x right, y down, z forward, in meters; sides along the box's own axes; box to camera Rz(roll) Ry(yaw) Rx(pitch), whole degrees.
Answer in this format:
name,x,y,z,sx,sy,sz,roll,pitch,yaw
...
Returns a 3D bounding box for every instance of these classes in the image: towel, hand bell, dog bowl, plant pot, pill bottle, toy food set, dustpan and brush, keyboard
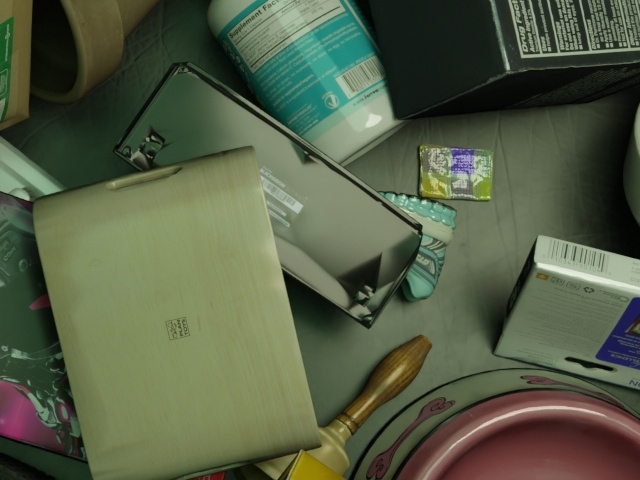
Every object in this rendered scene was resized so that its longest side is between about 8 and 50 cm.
name,x,y,z,sx,sy,sz,roll,pitch,yaw
towel,0.147,-0.074,1.692,0.083,0.009,0.060,5,82,-6
hand bell,0.032,0.185,1.616,0.126,0.126,0.242,44,69,0
dog bowl,0.223,0.332,1.584,0.408,0.150,0.408,1,84,-7
plant pot,-0.243,-0.307,1.572,0.229,0.263,0.263,-41,89,-26
pill bottle,-0.021,-0.207,1.619,0.146,0.146,0.264,-33,88,-9
toy food set,-0.137,0.081,1.491,0.220,0.092,0.306,-13,92,-1
dustpan and brush,-0.350,0.008,1.598,0.147,0.060,0.211,38,82,-1
keyboard,-0.067,-0.014,1.546,0.317,0.033,0.201,35,83,-9

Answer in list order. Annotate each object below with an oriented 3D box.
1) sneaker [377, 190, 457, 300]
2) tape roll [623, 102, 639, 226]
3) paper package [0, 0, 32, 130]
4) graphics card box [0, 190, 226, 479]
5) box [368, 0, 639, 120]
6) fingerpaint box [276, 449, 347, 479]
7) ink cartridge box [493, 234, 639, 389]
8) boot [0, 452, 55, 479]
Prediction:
name,x,y,z,sx,sy,sz,roll,pitch,yaw
sneaker,0.000,0.000,1.618,0.283,0.110,0.122,8,86,-5
tape roll,0.507,-0.064,1.583,0.392,0.072,0.392,2,41,-2
paper package,-0.420,-0.267,1.439,0.309,0.325,0.168,39,52,20
graphics card box,-0.244,0.100,1.554,0.371,0.094,0.232,20,81,-14
box,0.201,-0.293,1.583,0.294,0.183,0.296,-8,83,-39
fingerpaint box,-0.002,0.480,1.440,0.371,0.163,0.445,35,112,-2
ink cartridge box,0.298,0.082,1.596,0.206,0.208,0.045,14,60,1
boot,-0.388,0.307,1.546,0.338,0.118,0.222,24,84,8
